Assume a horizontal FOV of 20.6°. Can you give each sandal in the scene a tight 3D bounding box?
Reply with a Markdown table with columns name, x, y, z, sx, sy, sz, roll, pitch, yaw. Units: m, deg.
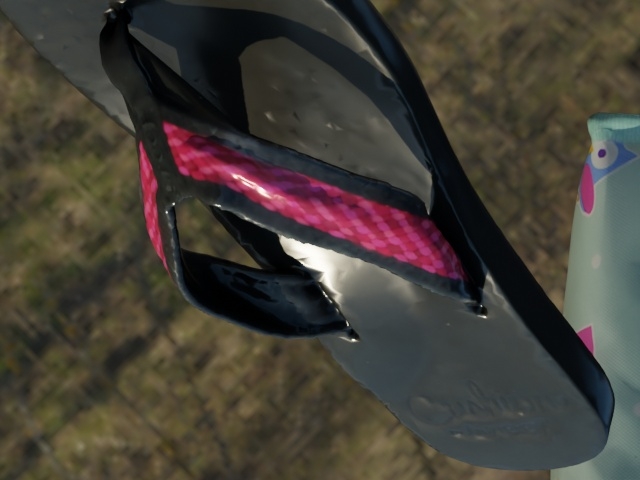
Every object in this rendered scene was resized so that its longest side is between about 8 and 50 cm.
| name | x | y | z | sx | sy | sz | roll | pitch | yaw |
| --- | --- | --- | --- | --- | --- | --- | --- | --- | --- |
| sandal | 0.000 | 0.000 | 0.346 | 0.067 | 0.179 | 0.040 | -12 | -139 | 41 |

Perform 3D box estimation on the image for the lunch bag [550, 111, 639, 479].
| name | x | y | z | sx | sy | sz | roll | pitch | yaw |
| --- | --- | --- | --- | --- | --- | --- | --- | --- | --- |
| lunch bag | 0.180 | 0.083 | 0.713 | 0.262 | 0.160 | 0.223 | 41 | 52 | -72 |
